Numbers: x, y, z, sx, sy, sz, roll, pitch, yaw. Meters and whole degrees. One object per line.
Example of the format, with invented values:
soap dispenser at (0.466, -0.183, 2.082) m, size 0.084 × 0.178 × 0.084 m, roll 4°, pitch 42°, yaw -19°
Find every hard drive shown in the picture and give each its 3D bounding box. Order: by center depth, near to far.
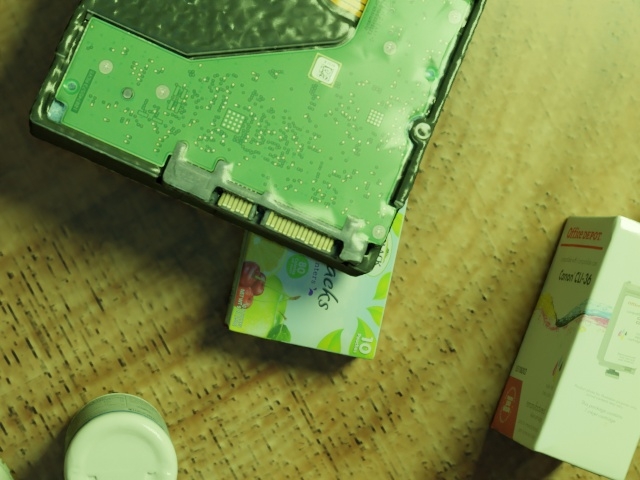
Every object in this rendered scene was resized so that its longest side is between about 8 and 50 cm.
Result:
hard drive at (-0.012, -0.175, 1.040) m, size 0.237 × 0.064 × 0.339 m, roll 23°, pitch 80°, yaw -6°

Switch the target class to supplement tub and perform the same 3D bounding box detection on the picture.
supplement tub at (-0.127, 0.137, 1.032) m, size 0.071 × 0.107 × 0.071 m, roll 0°, pitch 91°, yaw -8°

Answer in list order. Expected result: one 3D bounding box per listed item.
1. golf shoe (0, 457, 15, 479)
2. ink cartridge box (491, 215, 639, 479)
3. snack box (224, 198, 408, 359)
golf shoe at (-0.214, 0.206, 1.034) m, size 0.069 × 0.086 × 0.176 m, roll -19°, pitch 93°, yaw -6°
ink cartridge box at (0.187, 0.048, 1.072) m, size 0.067 × 0.115 × 0.198 m, roll 21°, pitch 88°, yaw -8°
snack box at (0.000, 0.000, 1.081) m, size 0.100 × 0.037 × 0.141 m, roll 12°, pitch 88°, yaw -9°
